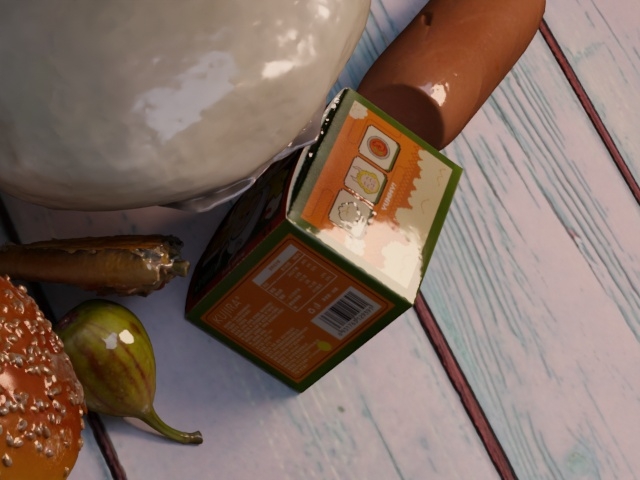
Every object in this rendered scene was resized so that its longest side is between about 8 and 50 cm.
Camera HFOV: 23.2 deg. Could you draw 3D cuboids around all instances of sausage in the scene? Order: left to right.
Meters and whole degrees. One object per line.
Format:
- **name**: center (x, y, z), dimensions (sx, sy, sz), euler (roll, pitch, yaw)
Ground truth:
- **sausage**: center (0.148, -0.206, 1.692), dimensions (0.121, 0.121, 0.304), euler (43, 48, -4)

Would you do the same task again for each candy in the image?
- **candy**: center (-0.160, -0.196, 1.341), dimensions (0.386, 0.186, 0.427), euler (6, 50, 9)

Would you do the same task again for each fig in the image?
- **fig**: center (-0.154, 0.117, 1.300), dimensions (0.166, 0.093, 0.093), euler (36, 48, -8)

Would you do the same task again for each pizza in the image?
- **pizza**: center (-0.176, 0.021, 1.347), dimensions (0.195, 0.185, 0.052), euler (-10, 102, -64)

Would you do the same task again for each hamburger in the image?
- **hamburger**: center (-0.276, 0.114, 1.166), dimensions (0.237, 0.147, 0.237), euler (31, 39, -30)

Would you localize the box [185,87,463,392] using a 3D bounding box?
- **box**: center (0.000, 0.000, 1.408), dimensions (0.148, 0.195, 0.177), euler (33, 49, -12)
